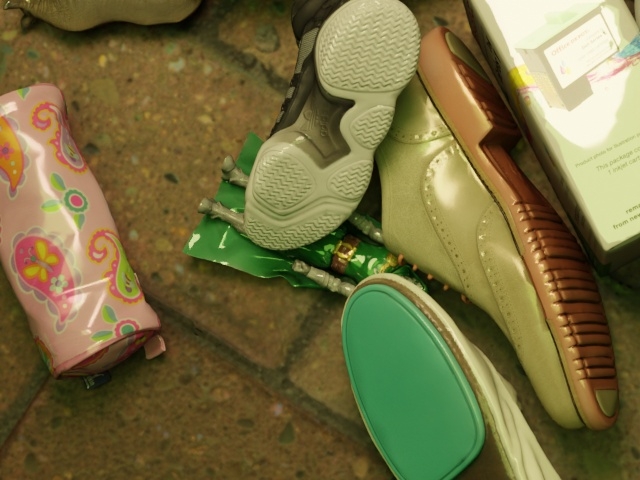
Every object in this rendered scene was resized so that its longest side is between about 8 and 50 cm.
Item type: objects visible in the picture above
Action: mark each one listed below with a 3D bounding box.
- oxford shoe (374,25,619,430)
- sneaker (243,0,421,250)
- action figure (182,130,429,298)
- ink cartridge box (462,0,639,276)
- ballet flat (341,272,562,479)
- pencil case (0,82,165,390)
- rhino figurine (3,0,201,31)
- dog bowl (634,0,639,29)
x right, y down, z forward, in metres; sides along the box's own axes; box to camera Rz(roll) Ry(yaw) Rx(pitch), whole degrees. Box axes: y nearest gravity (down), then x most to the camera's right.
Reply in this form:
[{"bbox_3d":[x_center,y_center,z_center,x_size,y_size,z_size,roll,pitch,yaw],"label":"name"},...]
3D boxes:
[{"bbox_3d":[0.146,0.006,1.287,0.146,0.140,0.397,-30,69,20],"label":"oxford shoe"},{"bbox_3d":[0.004,-0.125,1.273,0.101,0.153,0.269,18,121,-18],"label":"sneaker"},{"bbox_3d":[0.000,0.000,1.338,0.232,0.063,0.137,26,83,8],"label":"action figure"},{"bbox_3d":[0.235,-0.124,1.245,0.117,0.201,0.278,-27,78,6],"label":"ink cartridge box"},{"bbox_3d":[0.153,0.205,1.247,0.139,0.139,0.400,-33,70,3],"label":"ballet flat"},{"bbox_3d":[-0.250,-0.005,1.348,0.124,0.124,0.284,-26,80,4],"label":"pencil case"},{"bbox_3d":[-0.226,-0.259,1.401,0.243,0.073,0.106,-3,79,10],"label":"rhino figurine"},{"bbox_3d":[0.416,-0.205,1.228,0.264,0.104,0.265,5,69,-14],"label":"dog bowl"}]
